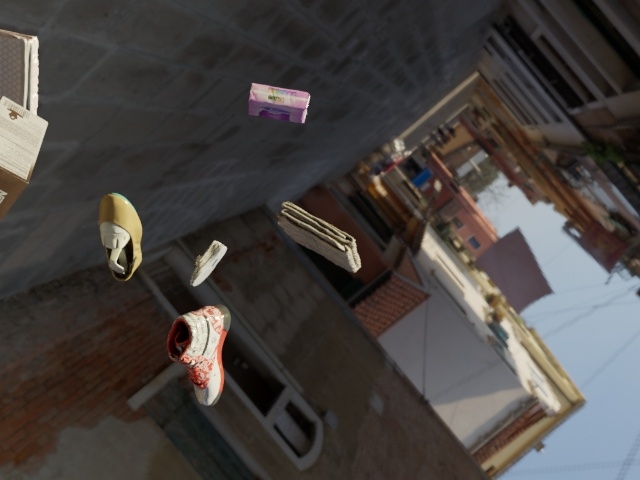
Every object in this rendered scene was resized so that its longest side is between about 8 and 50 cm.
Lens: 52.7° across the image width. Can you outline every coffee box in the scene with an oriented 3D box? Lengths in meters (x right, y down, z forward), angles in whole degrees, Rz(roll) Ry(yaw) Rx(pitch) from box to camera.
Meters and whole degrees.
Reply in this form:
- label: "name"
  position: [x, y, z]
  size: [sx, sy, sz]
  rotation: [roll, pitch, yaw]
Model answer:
- label: "coffee box"
  position: [-0.585, -0.138, 1.160]
  size: [0.141, 0.098, 0.246]
  rotation: [-46, -148, 19]

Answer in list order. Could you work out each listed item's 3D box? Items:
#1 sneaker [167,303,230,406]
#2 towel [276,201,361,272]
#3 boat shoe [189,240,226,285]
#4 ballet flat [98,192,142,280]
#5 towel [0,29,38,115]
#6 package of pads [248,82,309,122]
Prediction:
- label: "sneaker"
  position: [-0.302, 0.287, 1.539]
  size: [0.145, 0.090, 0.270]
  rotation: [-10, 116, -52]
- label: "towel"
  position: [0.000, 0.000, 1.456]
  size: [0.049, 0.187, 0.282]
  rotation: [-58, 167, -7]
- label: "boat shoe"
  position: [-0.227, 0.043, 1.264]
  size: [0.100, 0.035, 0.035]
  rotation: [-53, 164, -8]
- label: "ballet flat"
  position: [-0.387, 0.004, 1.252]
  size: [0.232, 0.080, 0.073]
  rotation: [98, 5, -55]
- label: "towel"
  position: [-0.908, -0.400, 1.723]
  size: [0.053, 0.317, 0.331]
  rotation: [-58, 158, -70]
- label: "package of pads"
  position: [-0.058, -0.190, 0.901]
  size: [0.050, 0.083, 0.032]
  rotation: [111, -13, -72]
